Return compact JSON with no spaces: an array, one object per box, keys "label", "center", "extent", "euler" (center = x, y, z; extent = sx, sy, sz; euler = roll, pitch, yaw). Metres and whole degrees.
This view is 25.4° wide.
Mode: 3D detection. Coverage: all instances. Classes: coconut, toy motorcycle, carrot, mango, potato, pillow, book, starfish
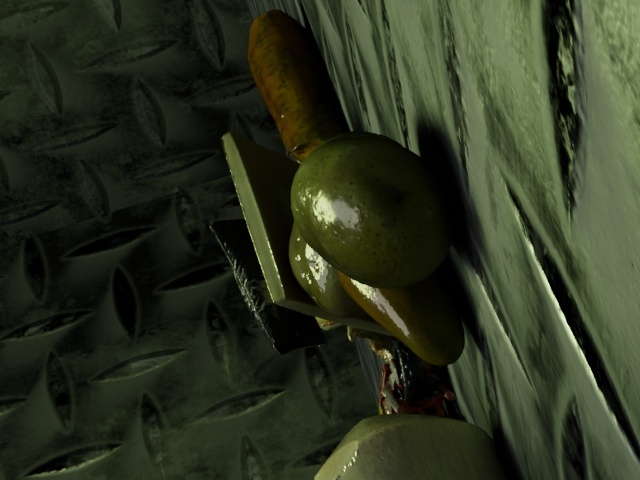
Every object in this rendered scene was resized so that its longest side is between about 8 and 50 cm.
[{"label":"coconut","center":[0.103,0.310,1.583],"extent":[0.237,0.237,0.265],"euler":[76,175,-56]},{"label":"toy motorcycle","center":[0.129,0.248,1.974],"extent":[0.298,0.089,0.171],"euler":[93,167,-62]},{"label":"carrot","center":[-0.040,-0.239,2.265],"extent":[0.114,0.114,0.301],"euler":[76,175,-57]},{"label":"mango","center":[0.089,0.053,1.550],"extent":[0.136,0.099,0.227],"euler":[38,-169,-35]},{"label":"potato","center":[0.054,-0.033,1.402],"extent":[0.169,0.143,0.248],"euler":[34,176,-7]},{"label":"pillow","center":[-0.070,0.061,1.983],"extent":[0.141,0.055,0.208],"euler":[-9,-109,-57]},{"label":"book","center":[0.000,0.000,2.094],"extent":[0.389,0.032,0.268],"euler":[22,-135,-58]},{"label":"potato","center":[0.036,0.008,1.926],"extent":[0.235,0.160,0.177],"euler":[-94,14,-57]},{"label":"starfish","center":[0.108,0.173,2.230],"extent":[0.231,0.048,0.295],"euler":[61,-168,4]}]

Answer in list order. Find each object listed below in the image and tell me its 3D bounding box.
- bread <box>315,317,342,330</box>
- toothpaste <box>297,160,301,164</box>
[{"label":"bread","center":[0.023,0.050,2.584],"extent":[0.174,0.133,0.252],"euler":[45,149,-7]},{"label":"toothpaste","center":[0.021,-0.083,2.306],"extent":[0.204,0.031,0.049],"euler":[49,-167,-22]}]
